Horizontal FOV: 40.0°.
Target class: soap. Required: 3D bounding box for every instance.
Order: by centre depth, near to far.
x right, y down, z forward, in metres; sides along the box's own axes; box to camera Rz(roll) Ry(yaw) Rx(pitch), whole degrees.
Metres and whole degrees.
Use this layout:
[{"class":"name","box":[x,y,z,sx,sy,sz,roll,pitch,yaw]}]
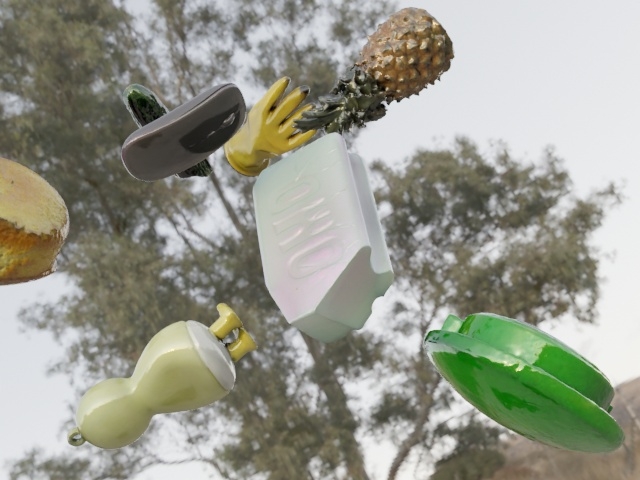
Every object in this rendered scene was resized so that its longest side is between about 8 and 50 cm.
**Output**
[{"class":"soap","box":[0.000,0.000,1.557,0.208,0.347,0.115,-28,-40,21]}]

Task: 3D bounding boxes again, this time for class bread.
[{"class":"bread","box":[-0.558,-0.038,1.507,0.146,0.268,0.268,-50,-28,22]}]

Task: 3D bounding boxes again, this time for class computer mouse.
[{"class":"computer mouse","box":[-0.222,-0.177,1.470,0.232,0.057,0.120,-32,-31,-13]}]

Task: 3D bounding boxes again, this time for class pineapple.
[{"class":"pineapple","box":[0.097,-0.302,1.723,0.340,0.169,0.169,-40,-21,-4]}]

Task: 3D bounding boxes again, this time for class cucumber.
[{"class":"cucumber","box":[-0.306,-0.209,1.723,0.074,0.074,0.241,-31,-57,7]}]

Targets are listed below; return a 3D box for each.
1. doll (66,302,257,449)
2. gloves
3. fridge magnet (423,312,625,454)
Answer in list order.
[{"class":"doll","box":[-0.233,0.203,1.257,0.296,0.117,0.141,-27,-49,-1]},{"class":"gloves","box":[-0.095,-0.248,1.904,0.294,0.133,0.116,-33,16,52]},{"class":"fridge magnet","box":[0.196,0.138,0.849,0.088,0.208,0.208,-59,-18,-11]}]
